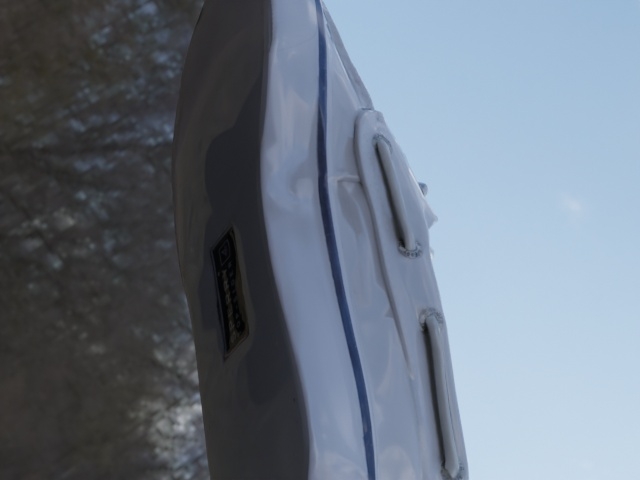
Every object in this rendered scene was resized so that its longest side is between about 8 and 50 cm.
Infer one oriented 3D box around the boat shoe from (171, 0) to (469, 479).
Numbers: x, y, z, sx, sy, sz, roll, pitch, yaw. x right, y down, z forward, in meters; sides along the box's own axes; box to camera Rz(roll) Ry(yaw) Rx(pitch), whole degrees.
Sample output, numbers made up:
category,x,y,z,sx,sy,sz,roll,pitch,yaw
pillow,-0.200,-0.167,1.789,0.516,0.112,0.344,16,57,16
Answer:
category,x,y,z,sx,sy,sz,roll,pitch,yaw
boat shoe,0.000,0.000,0.479,0.095,0.084,0.258,-40,-133,49
